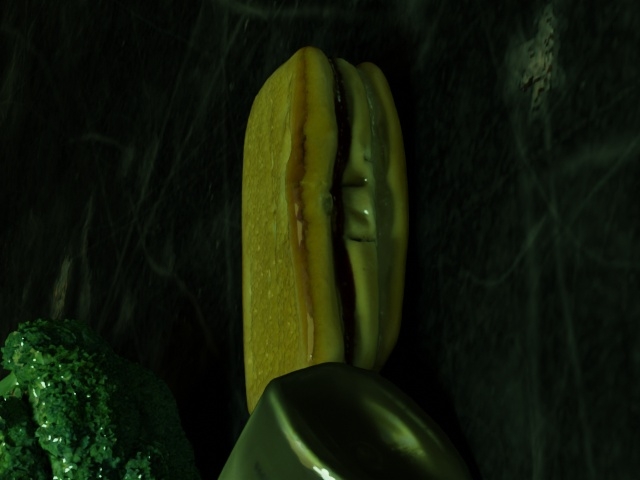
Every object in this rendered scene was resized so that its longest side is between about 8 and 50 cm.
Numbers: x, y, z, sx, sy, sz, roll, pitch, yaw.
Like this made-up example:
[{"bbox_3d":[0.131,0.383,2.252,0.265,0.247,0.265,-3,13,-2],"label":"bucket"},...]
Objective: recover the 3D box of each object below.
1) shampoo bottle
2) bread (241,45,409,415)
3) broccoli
[{"bbox_3d":[-0.033,0.223,0.901,0.125,0.084,0.350,45,129,29],"label":"shampoo bottle"},{"bbox_3d":[0.000,0.000,0.938,0.116,0.077,0.200,141,133,-57],"label":"bread"},{"bbox_3d":[-0.205,0.176,1.134,0.270,0.270,0.270,10,-90,-85],"label":"broccoli"}]
